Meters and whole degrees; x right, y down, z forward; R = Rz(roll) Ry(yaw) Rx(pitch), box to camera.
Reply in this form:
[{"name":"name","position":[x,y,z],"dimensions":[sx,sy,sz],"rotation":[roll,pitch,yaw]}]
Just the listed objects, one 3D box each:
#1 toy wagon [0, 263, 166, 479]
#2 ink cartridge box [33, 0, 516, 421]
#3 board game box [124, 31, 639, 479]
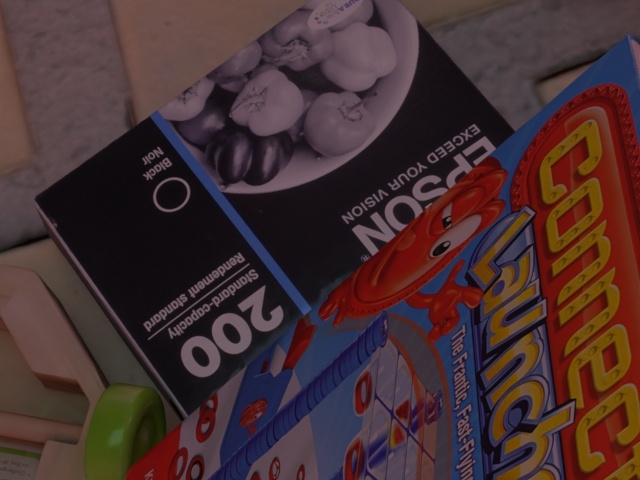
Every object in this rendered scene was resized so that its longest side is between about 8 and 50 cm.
[{"name":"toy wagon","position":[-0.226,0.167,0.898],"dimensions":[0.267,0.068,0.344],"rotation":[8,69,16]},{"name":"ink cartridge box","position":[0.000,0.000,0.937],"dimensions":[0.206,0.045,0.208],"rotation":[-36,65,-6]},{"name":"board game box","position":[0.044,0.120,0.696],"dimensions":[0.302,0.086,0.308],"rotation":[-42,25,25]}]
